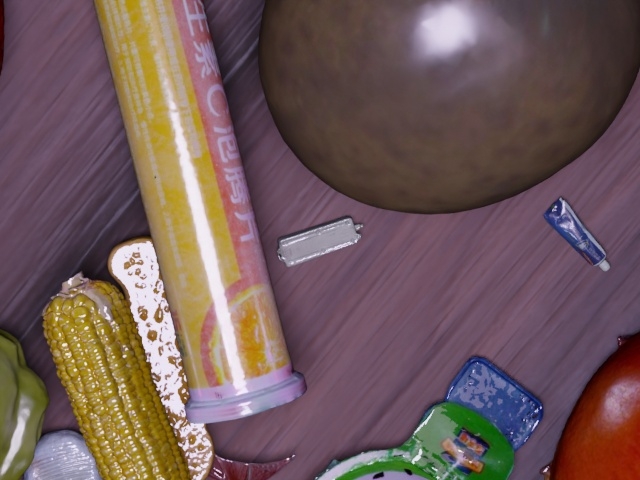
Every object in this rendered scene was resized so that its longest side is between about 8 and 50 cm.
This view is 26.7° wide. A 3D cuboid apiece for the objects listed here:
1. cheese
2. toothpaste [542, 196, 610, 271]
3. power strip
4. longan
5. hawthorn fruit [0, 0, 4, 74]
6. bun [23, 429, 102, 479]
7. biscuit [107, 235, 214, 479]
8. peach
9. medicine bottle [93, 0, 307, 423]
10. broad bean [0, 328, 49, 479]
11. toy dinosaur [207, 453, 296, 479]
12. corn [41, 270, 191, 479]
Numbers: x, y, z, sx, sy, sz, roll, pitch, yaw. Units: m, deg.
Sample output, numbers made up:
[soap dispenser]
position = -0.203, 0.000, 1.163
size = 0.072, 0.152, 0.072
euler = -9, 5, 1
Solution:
[cheese]
position = 0.088, 0.260, 1.273
size = 0.204, 0.083, 0.320
euler = 37, 86, -9
[toothpaste]
position = 0.244, -0.003, 1.273
size = 0.027, 0.019, 0.083
euler = -40, 100, 20
[power strip]
position = 0.000, 0.000, 1.241
size = 0.083, 0.017, 0.027
euler = -18, 104, -3
[longan]
position = 0.105, -0.172, 1.090
size = 0.319, 0.319, 0.319
euler = -2, 102, -7
[hawthorn fruit]
position = -0.394, -0.179, 1.063
size = 0.266, 0.210, 0.230
euler = -9, 109, 9
[bun]
position = -0.234, 0.214, 1.238
size = 0.083, 0.045, 0.083
euler = 0, 92, 0
[biscuit]
position = -0.131, 0.112, 1.221
size = 0.158, 0.035, 0.240
euler = 7, 90, -6
[peach]
position = 0.346, 0.241, 1.244
size = 0.258, 0.201, 0.361
euler = 38, 95, -14
[medicine bottle]
position = -0.114, -0.064, 1.141
size = 0.108, 0.108, 0.426
euler = -14, 95, -4
[broad bean]
position = -0.383, 0.167, 1.167
size = 0.291, 0.119, 0.238
euler = -27, 89, -7
[toy dinosaur]
position = -0.131, 0.212, 1.263
size = 0.220, 0.032, 0.108
euler = -7, 106, 5
[corn]
position = -0.174, 0.141, 1.159
size = 0.080, 0.080, 0.238
euler = -18, 95, -3
